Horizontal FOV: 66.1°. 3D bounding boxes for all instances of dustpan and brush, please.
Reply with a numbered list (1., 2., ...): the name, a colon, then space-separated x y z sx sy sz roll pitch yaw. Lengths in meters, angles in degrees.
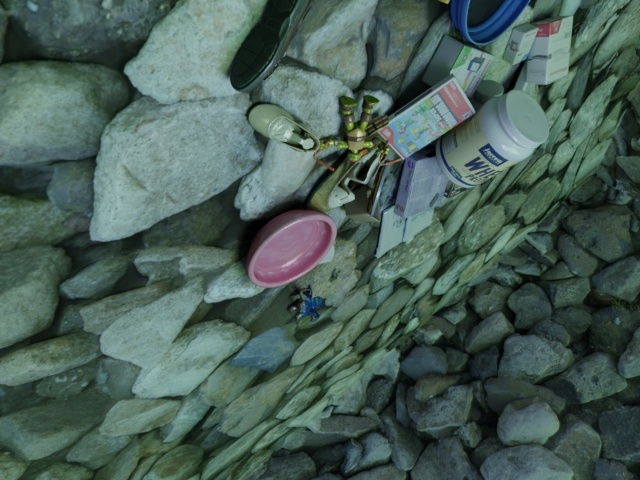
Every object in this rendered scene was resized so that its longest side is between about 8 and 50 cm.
1. dustpan and brush: 0.000 0.000 1.786 0.147 0.060 0.211 -8 142 -29

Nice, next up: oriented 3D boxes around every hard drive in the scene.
1. hard drive: 0.793 -0.522 1.993 0.353 0.047 0.233 -65 153 -13

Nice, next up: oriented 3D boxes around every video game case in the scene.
1. video game case: 0.345 -0.395 1.608 0.285 0.025 0.204 -32 144 22

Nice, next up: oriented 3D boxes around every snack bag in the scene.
1. snack bag: 0.383 -0.094 2.154 0.342 0.037 0.323 -30 148 -24

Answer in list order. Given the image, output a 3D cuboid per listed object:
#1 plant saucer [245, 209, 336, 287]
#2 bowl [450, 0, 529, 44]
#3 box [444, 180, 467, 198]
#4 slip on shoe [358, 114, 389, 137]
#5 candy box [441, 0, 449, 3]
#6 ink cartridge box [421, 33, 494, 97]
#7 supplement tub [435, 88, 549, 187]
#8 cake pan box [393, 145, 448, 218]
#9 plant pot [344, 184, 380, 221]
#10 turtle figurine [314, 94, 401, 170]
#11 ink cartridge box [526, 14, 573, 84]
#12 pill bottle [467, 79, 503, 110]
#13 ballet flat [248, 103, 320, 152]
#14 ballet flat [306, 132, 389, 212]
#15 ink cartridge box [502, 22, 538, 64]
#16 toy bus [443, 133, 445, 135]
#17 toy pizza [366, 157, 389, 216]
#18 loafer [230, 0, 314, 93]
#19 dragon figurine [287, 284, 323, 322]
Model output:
1. plant saucer: -0.104 0.016 1.609 0.332 0.084 0.332 -28 150 -18
2. bowl: 0.529 -0.777 1.433 0.391 0.077 0.391 -34 151 -23
3. box: 0.628 -0.297 2.155 0.231 0.056 0.183 -23 141 -43
4. slip on shoe: 0.150 -0.354 1.536 0.135 0.041 0.051 -29 103 -10
5. candy box: 0.336 -0.733 1.287 0.109 0.053 0.187 -10 137 -46
6. ink cartridge box: 0.450 -0.562 1.602 0.212 0.093 0.154 -10 135 -47
7. supplement tub: 0.586 -0.346 1.702 0.235 0.235 0.325 -22 173 -34
8. cake pan box: 0.413 -0.237 1.945 0.245 0.070 0.267 -23 133 -37
9. plant pot: 0.144 -0.123 1.739 0.096 0.109 0.109 -9 164 28
10. turtle figurine: 0.119 -0.318 1.462 0.269 0.087 0.217 2 129 -3
11. ink cartridge box: 0.862 -0.716 1.852 0.158 0.092 0.218 -26 121 -29
12. pill bottle: 0.609 -0.475 1.861 0.136 0.136 0.246 -32 148 -22
13. ballet flat: -0.084 -0.285 1.290 0.086 0.086 0.248 -54 149 15
14. ballet flat: 0.092 -0.195 1.587 0.348 0.123 0.123 -49 150 8
15. ink cartridge box: 0.731 -0.719 1.796 0.088 0.052 0.122 -29 148 -27
16. toy bus: 0.416 -0.424 1.717 0.202 0.104 0.191 0 128 -51
17. toy pizza: 0.186 -0.175 1.621 0.201 0.032 0.201 17 90 -85
18. loafer: -0.097 -0.435 1.081 0.267 0.096 0.084 -55 155 14
19. dragon figurine: -0.047 0.242 1.984 0.144 0.085 0.289 -25 145 -31
